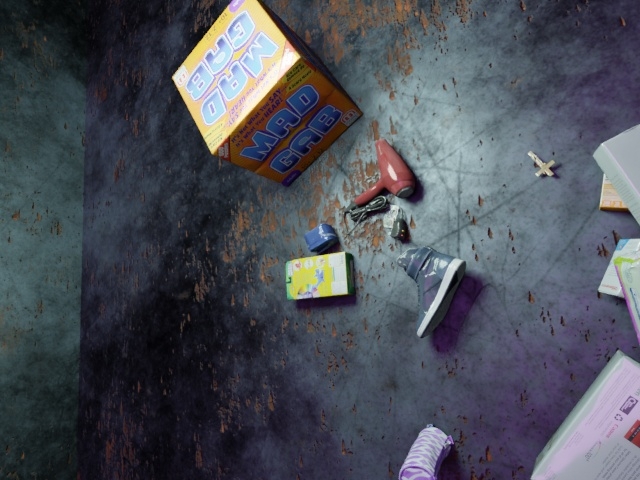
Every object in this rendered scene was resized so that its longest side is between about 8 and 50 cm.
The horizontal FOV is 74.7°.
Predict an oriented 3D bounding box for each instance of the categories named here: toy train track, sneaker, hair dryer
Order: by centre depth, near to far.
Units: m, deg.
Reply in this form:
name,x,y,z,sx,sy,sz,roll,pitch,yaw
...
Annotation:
name,x,y,z,sx,sy,sz,roll,pitch,yaw
toy train track,0.536,-0.186,1.020,0.048,0.014,0.083,-44,55,27
sneaker,0.261,0.125,1.099,0.163,0.086,0.226,28,99,35
hair dryer,0.164,-0.153,1.213,0.224,0.080,0.293,12,88,34

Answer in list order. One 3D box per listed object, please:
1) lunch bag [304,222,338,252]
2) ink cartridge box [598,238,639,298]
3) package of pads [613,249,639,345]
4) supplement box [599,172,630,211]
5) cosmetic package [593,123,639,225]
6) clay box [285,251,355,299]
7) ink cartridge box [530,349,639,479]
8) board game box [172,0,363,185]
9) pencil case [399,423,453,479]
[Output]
name,x,y,z,sx,sy,sz,roll,pitch,yaw
lunch bag,0.000,0.000,1.299,0.098,0.067,0.065,-33,65,25
ink cartridge box,0.637,0.062,0.861,0.052,0.088,0.122,23,94,11
package of pads,0.720,0.093,0.743,0.297,0.101,0.229,-16,87,14
supplement box,0.653,-0.115,0.917,0.062,0.036,0.098,7,85,32
cosmetic package,0.674,-0.117,0.840,0.117,0.085,0.231,-27,73,16
clay box,-0.005,0.114,1.291,0.222,0.053,0.127,-10,76,32
ink cartridge box,0.616,0.420,0.792,0.272,0.130,0.309,36,102,30
board game box,-0.162,-0.453,1.310,0.356,0.356,0.356,-41,62,20
pencil case,0.250,0.513,0.973,0.088,0.206,0.086,-14,88,27
